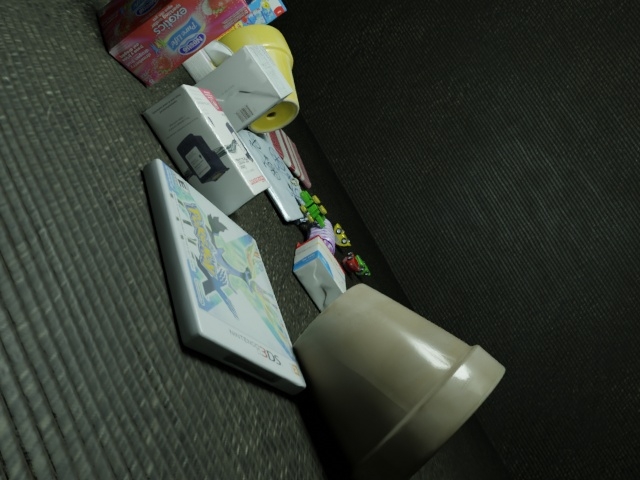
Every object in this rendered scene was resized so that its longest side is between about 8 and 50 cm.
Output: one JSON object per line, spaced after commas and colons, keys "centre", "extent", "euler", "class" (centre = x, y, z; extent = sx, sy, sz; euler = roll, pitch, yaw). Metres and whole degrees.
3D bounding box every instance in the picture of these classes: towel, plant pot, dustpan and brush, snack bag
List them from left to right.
{"centre": [-0.330, -0.519, 1.612], "extent": [0.211, 0.147, 0.060], "euler": [29, 51, -1], "class": "dustpan and brush"}
{"centre": [-0.182, -0.462, 1.717], "extent": [0.239, 0.254, 0.254], "euler": [67, 12, 17], "class": "plant pot"}
{"centre": [-0.138, -0.187, 1.718], "extent": [0.323, 0.037, 0.342], "euler": [58, 13, 0], "class": "snack bag"}
{"centre": [-0.152, -0.354, 2.148], "extent": [0.329, 0.037, 0.237], "euler": [43, 21, -53], "class": "towel"}
{"centre": [0.106, 0.237, 1.008], "extent": [0.280, 0.323, 0.323], "euler": [45, 6, 15], "class": "plant pot"}

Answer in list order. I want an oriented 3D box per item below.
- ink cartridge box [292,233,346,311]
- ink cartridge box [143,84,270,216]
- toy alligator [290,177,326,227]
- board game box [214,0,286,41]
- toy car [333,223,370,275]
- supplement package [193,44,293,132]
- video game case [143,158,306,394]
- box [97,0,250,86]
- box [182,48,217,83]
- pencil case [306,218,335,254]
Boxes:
{"centre": [-0.001, 0.073, 1.493], "extent": [0.134, 0.078, 0.231], "euler": [56, 10, -15], "class": "ink cartridge box"}
{"centre": [-0.210, -0.169, 1.115], "extent": [0.237, 0.100, 0.172], "euler": [58, 11, -7], "class": "ink cartridge box"}
{"centre": [-0.030, -0.110, 1.724], "extent": [0.190, 0.056, 0.051], "euler": [57, 10, 23], "class": "toy alligator"}
{"centre": [-0.283, -0.776, 1.967], "extent": [0.086, 0.301, 0.308], "euler": [51, 12, -37], "class": "board game box"}
{"centre": [0.120, 0.074, 2.160], "extent": [0.225, 0.053, 0.239], "euler": [49, 15, -46], "class": "toy car"}
{"centre": [-0.197, -0.370, 1.440], "extent": [0.149, 0.194, 0.203], "euler": [54, 16, -12], "class": "supplement package"}
{"centre": [-0.149, 0.063, 0.918], "extent": [0.300, 0.036, 0.329], "euler": [46, 16, -53], "class": "video game case"}
{"centre": [-0.281, -0.435, 1.099], "extent": [0.122, 0.256, 0.128], "euler": [39, 22, -57], "class": "box"}
{"centre": [-0.335, -0.484, 1.537], "extent": [0.324, 0.067, 0.063], "euler": [53, 11, -27], "class": "box"}
{"centre": [0.000, 0.000, 1.708], "extent": [0.206, 0.086, 0.088], "euler": [-87, 179, -69], "class": "pencil case"}
